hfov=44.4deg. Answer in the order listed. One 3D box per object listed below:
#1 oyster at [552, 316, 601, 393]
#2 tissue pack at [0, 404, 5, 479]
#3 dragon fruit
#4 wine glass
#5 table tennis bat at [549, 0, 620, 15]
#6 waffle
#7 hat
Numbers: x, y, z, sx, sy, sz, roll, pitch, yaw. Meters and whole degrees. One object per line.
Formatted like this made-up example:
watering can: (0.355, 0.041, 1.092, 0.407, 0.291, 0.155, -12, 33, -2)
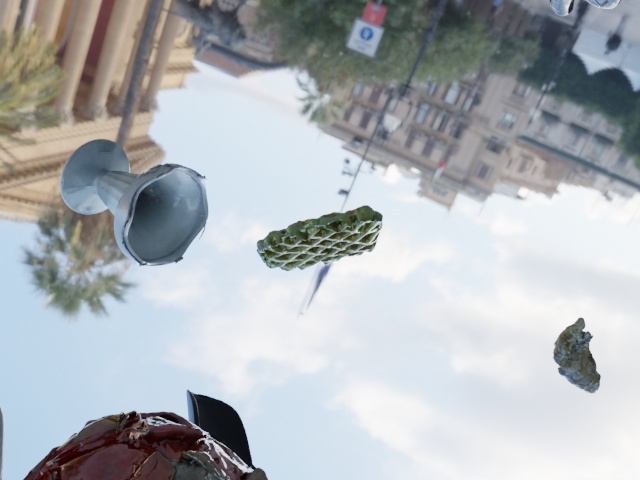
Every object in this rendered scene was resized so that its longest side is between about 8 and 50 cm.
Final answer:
oyster: (0.330, 0.152, 1.003, 0.038, 0.080, 0.083, -9, -128, -39)
tissue pack: (-0.596, 0.257, 1.020, 0.236, 0.333, 0.229, -20, -130, 3)
dragon fruit: (-0.186, 0.314, 0.805, 0.278, 0.277, 0.342, 16, 165, -18)
wine glass: (-0.288, -0.069, 1.196, 0.196, 0.164, 0.165, 30, -160, 32)
table tennis bat: (0.297, -0.322, 0.914, 0.150, 0.027, 0.236, 57, -175, 10)
waffle: (0.000, 0.000, 1.035, 0.169, 0.036, 0.183, -14, 164, -1)
hat: (-0.250, 0.491, 1.625, 0.238, 0.209, 0.336, 34, -158, -53)
